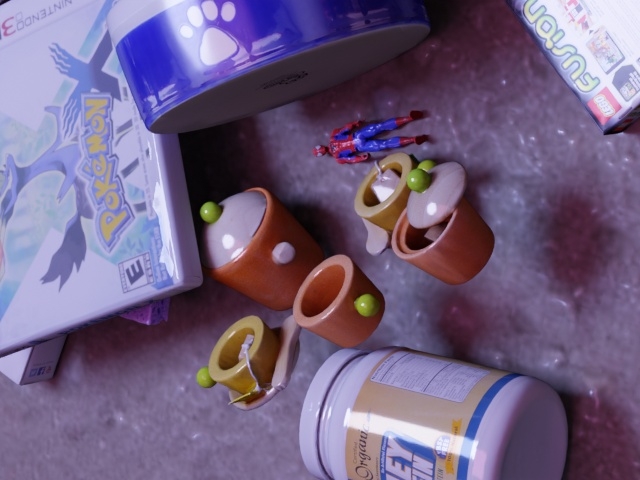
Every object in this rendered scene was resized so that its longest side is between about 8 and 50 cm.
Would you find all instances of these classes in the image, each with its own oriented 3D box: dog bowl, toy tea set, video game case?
[{"bbox_3d":[-0.043,-0.184,1.700,0.265,0.265,0.104,-22,85,35],"label":"dog bowl"},{"bbox_3d":[0.000,0.000,1.729,0.336,0.124,0.200,-31,35,33],"label":"toy tea set"},{"bbox_3d":[-0.252,-0.078,1.882,0.300,0.036,0.329,-20,76,38],"label":"video game case"}]

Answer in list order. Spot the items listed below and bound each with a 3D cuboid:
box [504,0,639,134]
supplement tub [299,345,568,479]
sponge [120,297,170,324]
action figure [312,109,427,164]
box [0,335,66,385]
[{"bbox_3d":[0.222,-0.203,1.652,0.114,0.036,0.207,-43,72,31],"label":"box"},{"bbox_3d":[0.097,0.171,1.719,0.199,0.144,0.144,11,102,33],"label":"supplement tub"},{"bbox_3d":[-0.232,0.002,1.930,0.210,0.031,0.117,14,103,33],"label":"sponge"},{"bbox_3d":[0.040,-0.091,1.799,0.115,0.030,0.038,-13,93,37],"label":"action figure"},{"bbox_3d":[-0.324,-0.046,2.039,0.232,0.058,0.322,32,111,27],"label":"box"}]
